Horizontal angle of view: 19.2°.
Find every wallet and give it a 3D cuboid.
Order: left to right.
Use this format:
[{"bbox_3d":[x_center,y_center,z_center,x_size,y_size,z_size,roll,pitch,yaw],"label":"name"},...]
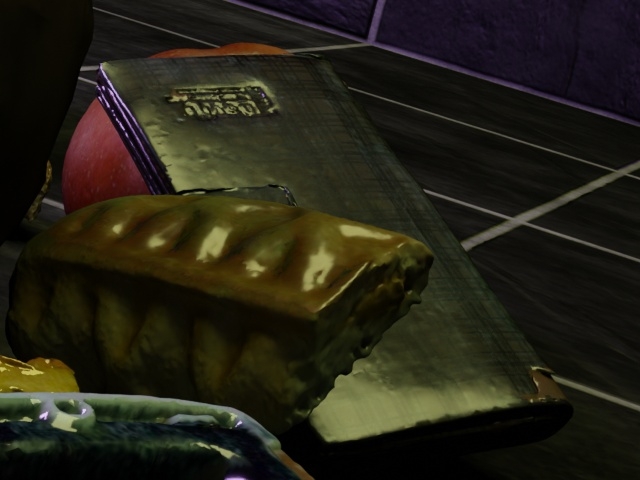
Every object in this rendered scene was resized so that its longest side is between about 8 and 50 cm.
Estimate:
[{"bbox_3d":[0.000,-0.001,1.055,0.169,0.044,0.317,-5,45,-29],"label":"wallet"}]

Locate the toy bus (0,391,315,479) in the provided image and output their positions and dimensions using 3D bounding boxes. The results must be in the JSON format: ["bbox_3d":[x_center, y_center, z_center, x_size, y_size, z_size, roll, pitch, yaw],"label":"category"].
[{"bbox_3d":[-0.014,0.154,0.416,0.138,0.167,0.275,4,22,-39],"label":"toy bus"}]

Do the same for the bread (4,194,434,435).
[{"bbox_3d":[-0.065,0.028,0.918,0.232,0.128,0.088,3,-42,43],"label":"bread"}]

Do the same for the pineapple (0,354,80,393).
[{"bbox_3d":[-0.114,0.095,0.635,0.116,0.069,0.137,26,25,19],"label":"pineapple"}]

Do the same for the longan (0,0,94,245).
[{"bbox_3d":[-0.319,-0.156,0.887,0.436,0.404,0.404,20,13,12],"label":"longan"}]

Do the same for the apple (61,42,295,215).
[{"bbox_3d":[-0.065,-0.050,1.249,0.201,0.162,0.201,16,12,-3],"label":"apple"}]

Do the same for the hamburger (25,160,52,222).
[{"bbox_3d":[-0.261,-0.069,1.280,0.176,0.087,0.102,13,14,1],"label":"hamburger"}]
